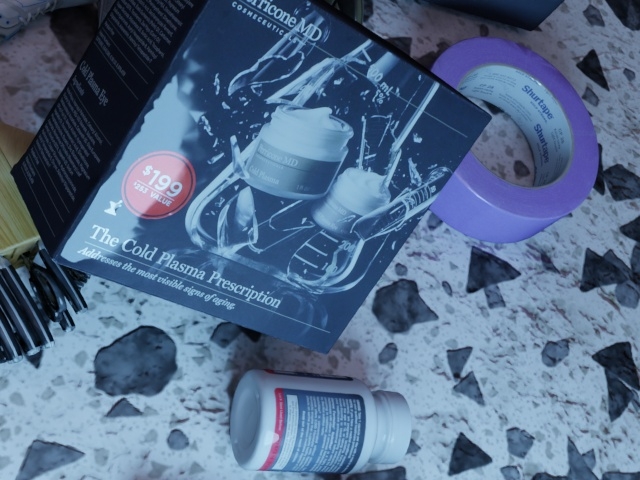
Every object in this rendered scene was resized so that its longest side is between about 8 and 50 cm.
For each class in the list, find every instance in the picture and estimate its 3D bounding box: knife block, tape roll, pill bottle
[{"bbox_3d":[-0.362,-0.005,1.041,0.276,0.088,0.242,21,60,-18],"label":"knife block"},{"bbox_3d":[0.241,-0.138,1.401,0.275,0.090,0.274,10,65,-22],"label":"tape roll"},{"bbox_3d":[0.002,0.200,1.119,0.180,0.108,0.108,8,65,-23],"label":"pill bottle"}]

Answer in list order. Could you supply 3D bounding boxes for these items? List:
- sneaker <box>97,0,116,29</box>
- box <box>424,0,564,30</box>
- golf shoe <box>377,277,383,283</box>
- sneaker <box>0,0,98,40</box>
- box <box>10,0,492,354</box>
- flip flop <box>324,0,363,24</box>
[{"bbox_3d":[-0.214,-0.234,1.201,0.105,0.115,0.281,-1,69,-27],"label":"sneaker"},{"bbox_3d":[0.219,-0.498,1.494,0.296,0.183,0.294,11,62,-21],"label":"box"},{"bbox_3d":[0.000,0.000,1.247,0.086,0.069,0.176,-41,101,1],"label":"golf shoe"},{"bbox_3d":[-0.348,-0.271,1.189,0.191,0.071,0.082,-5,80,-22],"label":"sneaker"},{"bbox_3d":[-0.067,-0.095,1.020,0.343,0.312,0.179,23,16,-38],"label":"box"},{"bbox_3d":[0.016,-0.381,1.399,0.080,0.112,0.277,7,59,-40],"label":"flip flop"}]
